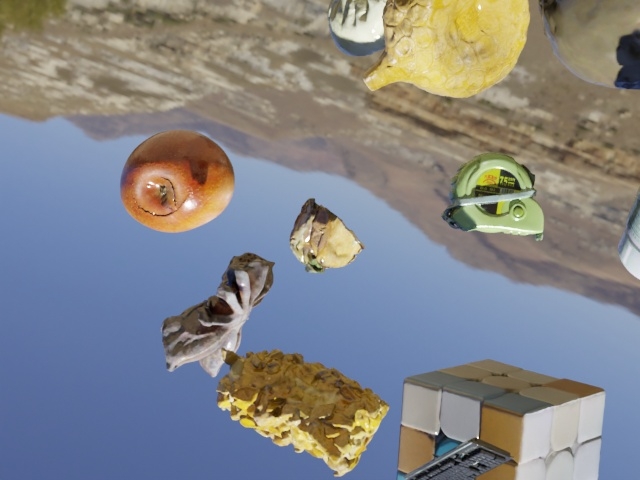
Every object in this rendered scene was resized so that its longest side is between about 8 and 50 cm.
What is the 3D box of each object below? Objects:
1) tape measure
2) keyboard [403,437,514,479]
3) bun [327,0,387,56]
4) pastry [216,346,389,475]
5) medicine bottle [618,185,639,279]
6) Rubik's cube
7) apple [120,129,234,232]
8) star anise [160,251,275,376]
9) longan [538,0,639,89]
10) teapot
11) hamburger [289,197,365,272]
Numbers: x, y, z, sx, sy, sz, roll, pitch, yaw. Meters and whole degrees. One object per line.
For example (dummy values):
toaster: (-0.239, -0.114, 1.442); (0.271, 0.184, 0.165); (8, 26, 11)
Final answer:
tape measure: (0.308, -0.080, 1.699); (0.178, 0.153, 0.087); (3, 179, -6)
keyboard: (0.227, 0.383, 1.595); (0.094, 0.025, 0.230); (24, 145, -11)
bun: (0.120, -0.412, 1.641); (0.145, 0.229, 0.229); (65, 171, -21)
pastry: (-0.033, 0.228, 1.379); (0.250, 0.154, 0.102); (26, 147, 19)
medicine bottle: (0.526, -0.025, 1.411); (0.135, 0.168, 0.135); (1, -130, -1)
Rubik's cube: (0.409, 0.488, 2.177); (0.344, 0.346, 0.347); (11, -171, 44)
apple: (-0.296, -0.116, 1.919); (0.210, 0.235, 0.173); (53, -163, -8)
star anise: (-0.175, 0.123, 1.647); (0.111, 0.257, 0.198); (33, 174, 16)
longan: (0.666, -0.521, 1.991); (0.404, 0.403, 0.436); (25, -137, 22)
teapot: (0.182, -0.317, 1.330); (0.203, 0.311, 0.167); (52, 170, -31)
hamburger: (-0.006, 0.003, 1.589); (0.087, 0.102, 0.176); (37, 175, 32)
